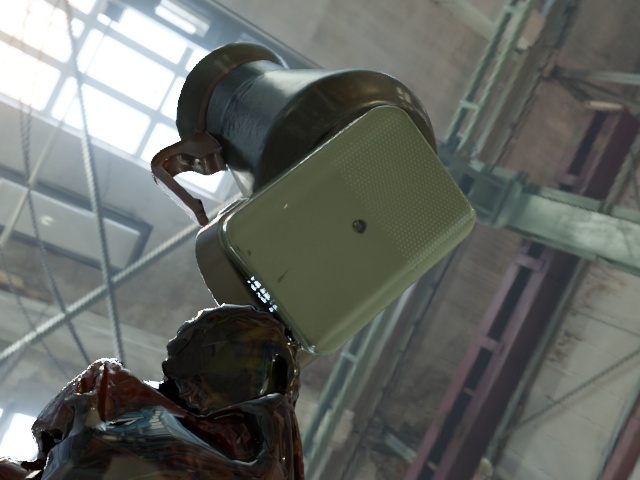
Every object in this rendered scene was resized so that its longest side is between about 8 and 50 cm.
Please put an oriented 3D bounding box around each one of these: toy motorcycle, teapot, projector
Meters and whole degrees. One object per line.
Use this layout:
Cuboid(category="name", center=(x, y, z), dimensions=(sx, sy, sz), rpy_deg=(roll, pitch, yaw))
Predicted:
Cuboid(category="toy motorcycle", center=(-0.084, 0.208, 0.399), dimensions=(0.134, 0.207, 0.401), rpy_deg=(100, -18, -53))
Cuboid(category="teapot", center=(-0.050, -0.114, 1.089), dimensions=(0.300, 0.253, 0.344), rpy_deg=(-28, -145, -20))
Cuboid(category="projector", center=(0.000, 0.000, 0.810), dimensions=(0.242, 0.163, 0.177), rpy_deg=(-40, -173, -16))
